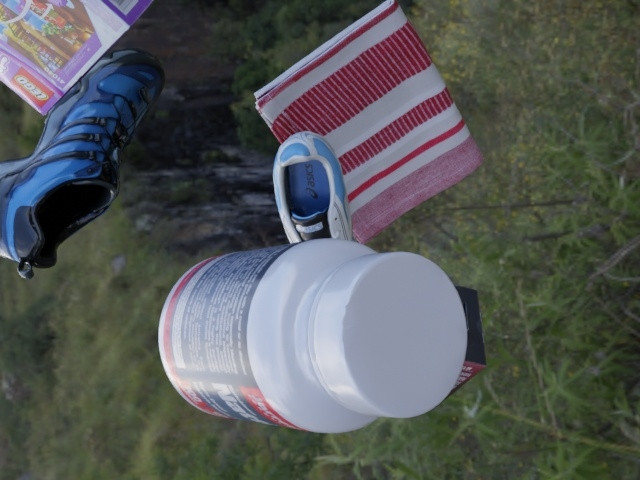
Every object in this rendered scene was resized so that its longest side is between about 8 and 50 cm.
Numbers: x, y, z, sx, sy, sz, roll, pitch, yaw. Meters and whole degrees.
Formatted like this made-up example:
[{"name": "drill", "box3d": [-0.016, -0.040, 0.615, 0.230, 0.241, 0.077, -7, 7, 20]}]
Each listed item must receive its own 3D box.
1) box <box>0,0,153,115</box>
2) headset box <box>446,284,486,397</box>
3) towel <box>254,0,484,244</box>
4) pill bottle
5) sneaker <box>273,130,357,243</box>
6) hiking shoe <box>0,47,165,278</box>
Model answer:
[{"name": "box", "box3d": [-0.309, -0.260, 0.725, 0.201, 0.293, 0.057, -23, 32, 48]}, {"name": "headset box", "box3d": [0.085, 0.074, 0.589, 0.083, 0.032, 0.062, 125, 153, -49]}, {"name": "towel", "box3d": [0.081, -0.154, 1.187, 0.329, 0.237, 0.037, 50, -173, -43]}, {"name": "pill bottle", "box3d": [-0.009, 0.054, 0.474, 0.180, 0.108, 0.107, -10, 83, 55]}, {"name": "sneaker", "box3d": [0.000, 0.000, 0.905, 0.086, 0.085, 0.237, -54, -50, -63]}, {"name": "hiking shoe", "box3d": [-0.259, -0.089, 0.939, 0.132, 0.304, 0.113, 26, 158, 25]}]
